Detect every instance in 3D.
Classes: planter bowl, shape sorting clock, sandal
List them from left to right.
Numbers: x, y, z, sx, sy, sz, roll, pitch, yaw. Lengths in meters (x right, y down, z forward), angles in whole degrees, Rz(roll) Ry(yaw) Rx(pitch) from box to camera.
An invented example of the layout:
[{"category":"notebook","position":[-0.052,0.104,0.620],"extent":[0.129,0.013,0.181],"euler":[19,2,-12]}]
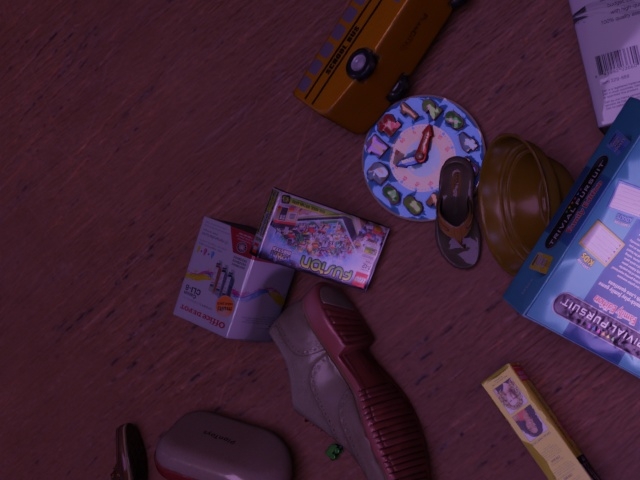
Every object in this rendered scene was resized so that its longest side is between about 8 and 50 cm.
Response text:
[{"category":"shape sorting clock","position":[0.165,-0.133,1.908],"extent":[0.206,0.040,0.206],"euler":[-2,85,22]},{"category":"sandal","position":[0.214,-0.041,1.858],"extent":[0.072,0.049,0.180],"euler":[-1,101,9]},{"category":"planter bowl","position":[0.326,-0.058,1.788],"extent":[0.090,0.217,0.217],"euler":[-7,82,-20]}]

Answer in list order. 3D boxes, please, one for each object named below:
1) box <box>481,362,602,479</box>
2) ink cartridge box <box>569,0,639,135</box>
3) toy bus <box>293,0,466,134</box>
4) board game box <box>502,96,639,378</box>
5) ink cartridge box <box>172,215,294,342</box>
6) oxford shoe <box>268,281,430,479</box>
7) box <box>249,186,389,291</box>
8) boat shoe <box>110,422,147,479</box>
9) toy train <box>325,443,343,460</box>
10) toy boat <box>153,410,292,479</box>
[{"category":"box","position":[0.337,0.294,1.784],"extent":[0.058,0.087,0.232],"euler":[-39,72,12]},{"category":"ink cartridge box","position":[0.489,-0.320,1.749],"extent":[0.211,0.121,0.289],"euler":[-13,81,20]},{"category":"toy bus","position":[0.104,-0.334,1.899],"extent":[0.130,0.108,0.332],"euler":[41,101,42]},{"category":"board game box","position":[0.455,0.005,1.683],"extent":[0.254,0.079,0.336],"euler":[28,99,-23]},{"category":"ink cartridge box","position":[-0.137,0.067,1.957],"extent":[0.128,0.127,0.176],"euler":[20,95,33]},{"category":"oxford shoe","position":[0.046,0.268,1.887],"extent":[0.146,0.140,0.396],"euler":[-36,66,26]},{"category":"box","position":[0.000,0.000,1.890],"extent":[0.036,0.207,0.114],"euler":[27,98,63]},{"category":"boat shoe","position":[-0.337,0.407,2.053],"extent":[0.060,0.064,0.177],"euler":[-11,84,19]},{"category":"toy train","position":[0.037,0.323,1.937],"extent":[0.024,0.017,0.083],"euler":[38,100,31]},{"category":"toy boat","position":[-0.158,0.389,1.961],"extent":[0.231,0.151,0.151],"euler":[14,122,23]}]
